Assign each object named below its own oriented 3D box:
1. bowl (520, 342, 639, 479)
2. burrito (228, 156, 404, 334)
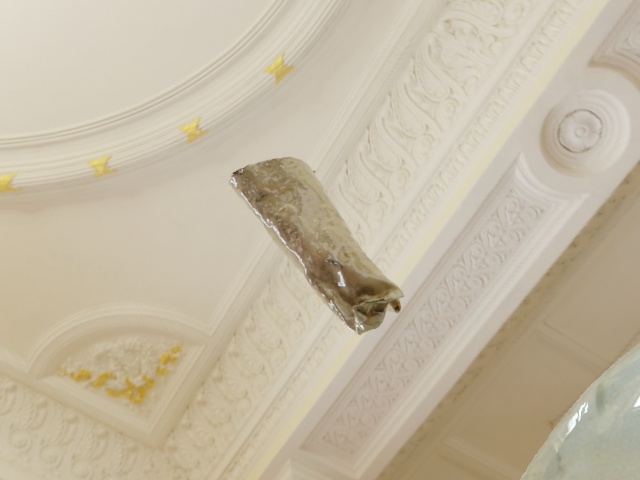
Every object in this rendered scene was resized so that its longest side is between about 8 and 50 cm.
[{"bbox_3d":[0.218,0.269,0.323,0.195,0.435,0.435,27,-69,6],"label":"bowl"},{"bbox_3d":[0.000,0.000,0.645,0.086,0.226,0.060,-26,-30,-21],"label":"burrito"}]
